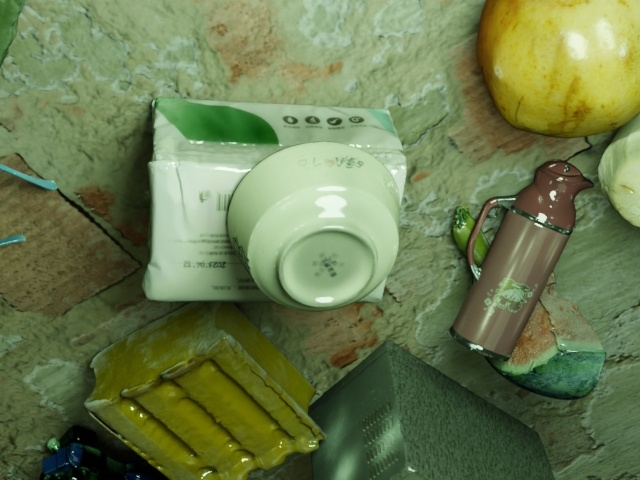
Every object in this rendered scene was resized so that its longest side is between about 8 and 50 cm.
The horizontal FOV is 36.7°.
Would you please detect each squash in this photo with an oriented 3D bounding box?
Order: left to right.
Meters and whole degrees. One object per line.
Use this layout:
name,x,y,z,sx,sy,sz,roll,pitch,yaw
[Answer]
squash,0.259,0.011,1.608,0.052,0.052,0.183,-28,130,14

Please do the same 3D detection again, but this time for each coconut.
coconut,0.535,-0.125,1.452,0.202,0.222,0.202,25,139,23

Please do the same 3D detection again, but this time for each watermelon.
watermelon,0.364,0.153,1.641,0.148,0.318,0.226,3,89,-7

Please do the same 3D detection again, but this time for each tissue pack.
tissue pack,-0.076,-0.052,1.401,0.357,0.193,0.266,1,126,-10

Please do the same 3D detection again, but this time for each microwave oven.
microwave oven,0.217,0.452,1.775,0.432,0.374,0.236,33,119,-26

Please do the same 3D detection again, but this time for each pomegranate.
pomegranate,0.333,-0.261,1.257,0.265,0.264,0.264,-5,131,-6

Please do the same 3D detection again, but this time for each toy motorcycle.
toy motorcycle,-0.373,0.468,1.848,0.196,0.125,0.331,-41,128,21

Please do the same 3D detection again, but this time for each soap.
soap,-0.197,0.282,1.692,0.294,0.156,0.335,-27,129,17

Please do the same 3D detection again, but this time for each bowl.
bowl,0.000,0.000,1.254,0.238,0.126,0.237,-4,124,-7

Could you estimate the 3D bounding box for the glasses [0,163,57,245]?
glasses,-0.522,-0.071,1.412,0.221,0.088,0.189,7,130,-41

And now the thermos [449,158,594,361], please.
thermos,0.314,0.019,1.559,0.110,0.136,0.330,1,116,-59

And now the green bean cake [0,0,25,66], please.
green bean cake,-0.476,-0.300,1.168,0.223,0.124,0.227,20,126,-27
